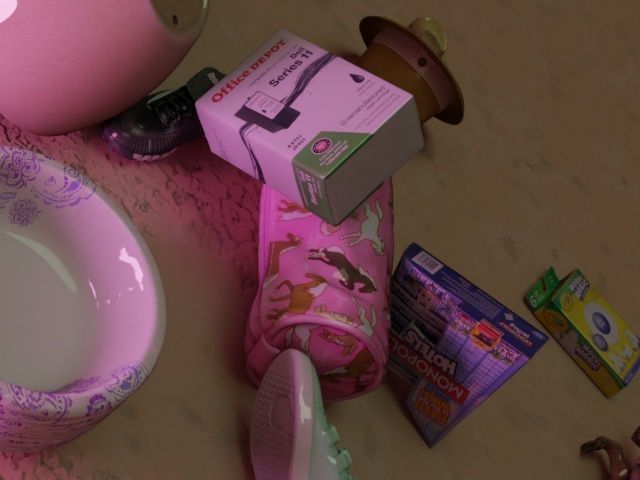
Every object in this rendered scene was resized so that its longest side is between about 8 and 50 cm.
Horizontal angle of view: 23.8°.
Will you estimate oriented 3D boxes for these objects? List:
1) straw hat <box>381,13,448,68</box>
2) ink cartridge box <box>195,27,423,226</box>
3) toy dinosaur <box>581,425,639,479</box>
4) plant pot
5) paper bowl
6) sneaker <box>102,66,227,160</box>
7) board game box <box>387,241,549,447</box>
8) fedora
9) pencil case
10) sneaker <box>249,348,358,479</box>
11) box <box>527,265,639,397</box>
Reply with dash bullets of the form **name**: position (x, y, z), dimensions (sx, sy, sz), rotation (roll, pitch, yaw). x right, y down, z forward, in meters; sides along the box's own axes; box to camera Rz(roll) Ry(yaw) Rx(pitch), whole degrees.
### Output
- **straw hat**: position (0.150, -0.287, 2.187), dimensions (0.144, 0.061, 0.144), rotation (25, 44, -27)
- **ink cartridge box**: position (-0.014, -0.130, 1.691), dimensions (0.208, 0.087, 0.153), rotation (31, 64, 33)
- **toy dinosaur**: position (0.425, 0.341, 1.885), dimensions (0.200, 0.127, 0.295), rotation (46, 26, -14)
- **plant pot**: position (-0.233, -0.264, 1.624), dimensions (0.284, 0.191, 0.284), rotation (20, 67, -59)
- **paper bowl**: position (-0.298, 0.065, 1.421), dimensions (0.284, 0.148, 0.284), rotation (24, 45, -27)
- **sneaker**: position (-0.152, -0.156, 1.769), dimensions (0.234, 0.106, 0.078), rotation (-17, 70, -48)
- **board game box**: position (0.136, 0.135, 1.756), dimensions (0.194, 0.194, 0.060), rotation (36, 37, 16)
- **fedora**: position (0.106, -0.213, 2.045), dimensions (0.194, 0.194, 0.079), rotation (46, 76, -3)
- **pencil case**: position (0.000, 0.000, 1.742), dimensions (0.160, 0.167, 0.386), rotation (73, 14, -49)
- **sneaker**: position (0.015, 0.242, 1.583), dimensions (0.151, 0.094, 0.255), rotation (5, 74, -35)
- **box**: position (0.363, 0.115, 2.067), dimensions (0.179, 0.043, 0.105), rotation (47, 39, 1)
